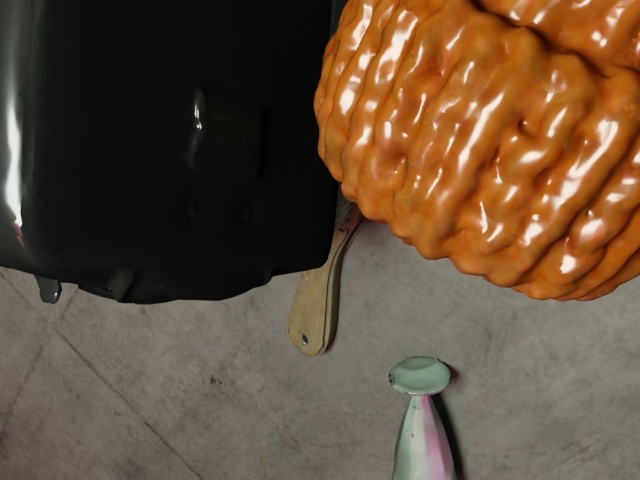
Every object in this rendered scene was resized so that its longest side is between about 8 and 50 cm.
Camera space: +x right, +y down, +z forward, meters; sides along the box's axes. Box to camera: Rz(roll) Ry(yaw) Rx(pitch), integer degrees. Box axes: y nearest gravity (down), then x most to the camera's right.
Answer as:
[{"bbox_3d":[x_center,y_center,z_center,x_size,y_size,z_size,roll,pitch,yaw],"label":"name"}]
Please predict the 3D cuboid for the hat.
[{"bbox_3d":[0.185,-0.168,0.496,0.285,0.285,0.400,40,121,8],"label":"hat"}]

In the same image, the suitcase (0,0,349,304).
[{"bbox_3d":[-0.116,-0.120,0.610,0.188,0.345,0.340,4,90,31],"label":"suitcase"}]

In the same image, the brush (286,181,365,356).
[{"bbox_3d":[0.000,0.000,0.835,0.070,0.065,0.328,24,129,18],"label":"brush"}]

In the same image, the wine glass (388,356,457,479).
[{"bbox_3d":[0.105,0.204,0.875,0.073,0.073,0.155,11,123,29],"label":"wine glass"}]
